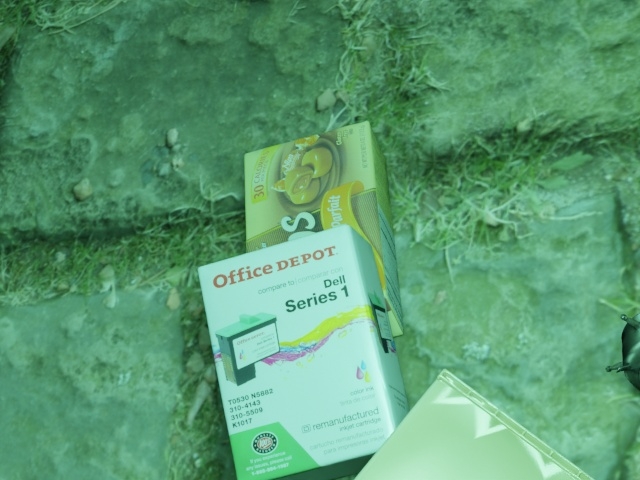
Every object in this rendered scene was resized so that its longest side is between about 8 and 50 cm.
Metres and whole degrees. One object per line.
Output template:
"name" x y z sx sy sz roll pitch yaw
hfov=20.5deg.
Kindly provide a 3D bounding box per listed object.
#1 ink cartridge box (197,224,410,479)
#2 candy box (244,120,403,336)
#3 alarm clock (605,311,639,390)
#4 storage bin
"ink cartridge box" -0.017 0.143 2.108 0.201 0.117 0.278 -16 72 11
"candy box" 0.000 0.000 2.313 0.183 0.087 0.316 -15 48 12
"alarm clock" 0.424 0.130 1.986 0.192 0.129 0.064 2 51 0
"storage bin" 0.149 0.322 1.890 0.260 0.123 0.262 37 70 14
